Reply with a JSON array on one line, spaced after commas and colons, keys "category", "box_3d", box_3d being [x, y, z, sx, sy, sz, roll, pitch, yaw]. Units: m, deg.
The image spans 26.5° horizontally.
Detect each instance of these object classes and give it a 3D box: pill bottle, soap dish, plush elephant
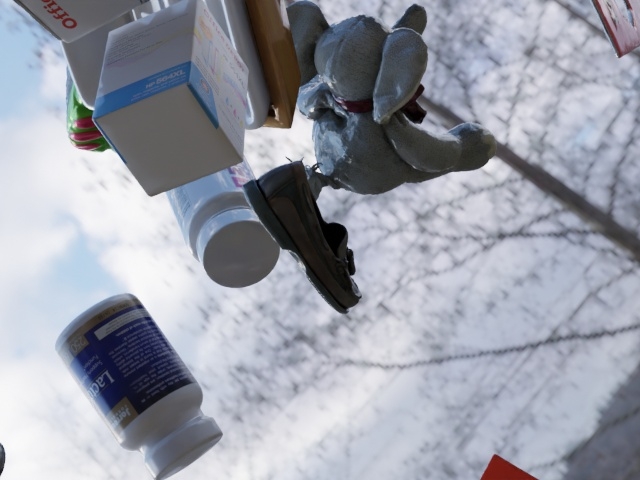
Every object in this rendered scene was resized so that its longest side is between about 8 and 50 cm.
[{"category": "pill bottle", "box_3d": [-0.169, -0.049, 2.348, 0.160, 0.283, 0.160, -10, -55, -14]}, {"category": "pill bottle", "box_3d": [-0.272, 0.223, 2.061, 0.153, 0.265, 0.153, -35, -14, -10]}, {"category": "soap dish", "box_3d": [-0.165, -0.248, 1.539, 0.118, 0.290, 0.229, -50, -43, -41]}, {"category": "plush elephant", "box_3d": [0.069, -0.209, 1.839, 0.330, 0.272, 0.255, -31, -38, -44]}]

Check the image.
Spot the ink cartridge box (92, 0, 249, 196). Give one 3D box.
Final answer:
[{"category": "ink cartridge box", "box_3d": [-0.120, -0.126, 1.120, 0.090, 0.143, 0.092, -19, -49, 17]}]

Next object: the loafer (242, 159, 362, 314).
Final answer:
[{"category": "loafer", "box_3d": [0.000, 0.000, 1.709, 0.084, 0.096, 0.267, -34, -44, 6]}]

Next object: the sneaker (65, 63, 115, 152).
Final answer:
[{"category": "sneaker", "box_3d": [-0.272, -0.316, 1.895, 0.185, 0.202, 0.483, 1, -32, -28]}]

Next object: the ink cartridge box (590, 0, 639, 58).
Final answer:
[{"category": "ink cartridge box", "box_3d": [0.248, -0.301, 1.211, 0.066, 0.261, 0.296, -29, 1, 22]}]

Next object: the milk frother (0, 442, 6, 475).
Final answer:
[{"category": "milk frother", "box_3d": [-0.440, 0.256, 1.485, 0.143, 0.129, 0.135, -35, -49, 8]}]

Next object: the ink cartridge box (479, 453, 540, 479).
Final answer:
[{"category": "ink cartridge box", "box_3d": [0.268, 0.442, 1.909, 0.066, 0.189, 0.232, -42, -22, -54]}]

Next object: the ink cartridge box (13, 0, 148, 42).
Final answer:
[{"category": "ink cartridge box", "box_3d": [-0.170, -0.259, 1.081, 0.190, 0.082, 0.139, -22, -38, 21]}]
